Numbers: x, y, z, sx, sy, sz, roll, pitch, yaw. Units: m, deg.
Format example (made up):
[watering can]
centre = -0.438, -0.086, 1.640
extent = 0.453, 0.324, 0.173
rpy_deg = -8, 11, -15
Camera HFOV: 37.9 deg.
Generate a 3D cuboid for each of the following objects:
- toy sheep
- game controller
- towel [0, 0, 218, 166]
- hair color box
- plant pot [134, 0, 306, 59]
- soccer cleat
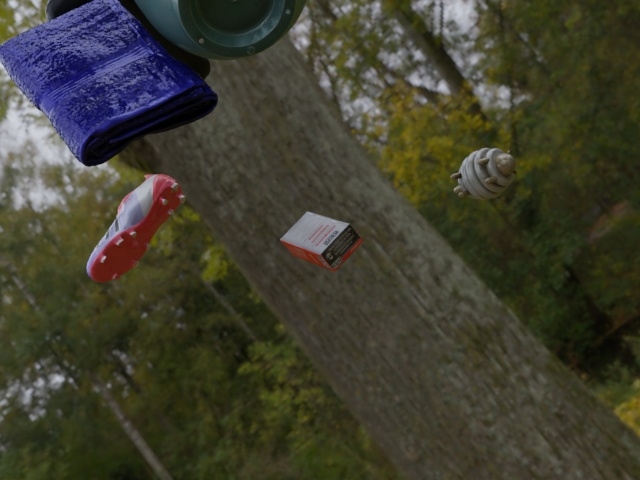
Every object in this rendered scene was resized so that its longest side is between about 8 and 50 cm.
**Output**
[toy sheep]
centre = 0.263, -0.106, 1.510
extent = 0.132, 0.091, 0.091
rpy_deg = -23, 6, 46
[game controller]
centre = -0.332, -0.350, 1.640
extent = 0.166, 0.067, 0.319
rpy_deg = -26, -37, 14
[towel]
centre = -0.326, -0.254, 1.396
extent = 0.227, 0.308, 0.076
rpy_deg = -29, -37, -24
[hair color box]
centre = 0.000, 0.000, 1.496
extent = 0.072, 0.043, 0.141
rpy_deg = -46, 27, -13
[plant pot]
centre = -0.139, -0.388, 1.381
extent = 0.292, 0.196, 0.293
rpy_deg = -9, -52, -11
[soccer cleat]
centre = -0.346, -0.025, 1.688
extent = 0.248, 0.095, 0.083
rpy_deg = -54, -38, -26
